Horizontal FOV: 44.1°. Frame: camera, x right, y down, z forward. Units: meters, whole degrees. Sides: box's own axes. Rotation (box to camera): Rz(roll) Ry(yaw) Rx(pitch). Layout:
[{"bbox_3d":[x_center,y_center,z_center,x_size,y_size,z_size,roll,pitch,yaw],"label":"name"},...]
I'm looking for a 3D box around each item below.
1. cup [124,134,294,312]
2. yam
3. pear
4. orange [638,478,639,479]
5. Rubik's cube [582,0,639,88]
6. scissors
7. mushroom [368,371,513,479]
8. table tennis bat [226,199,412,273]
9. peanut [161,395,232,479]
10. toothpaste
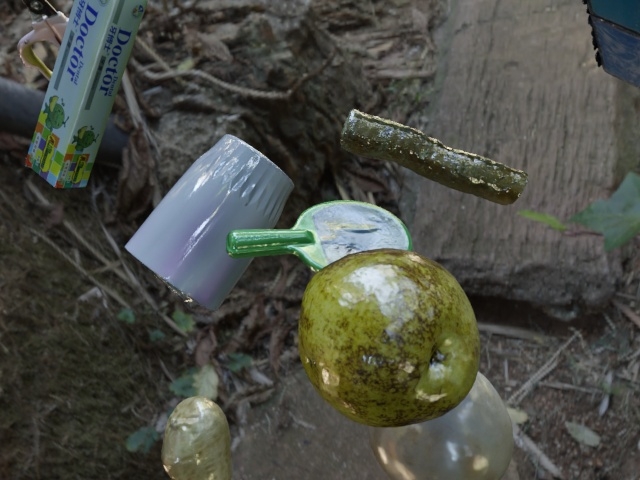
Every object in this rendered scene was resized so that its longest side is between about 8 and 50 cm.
[{"bbox_3d":[-0.248,-0.039,1.802,0.253,0.253,0.371,33,85,31],"label":"cup"},{"bbox_3d":[0.148,-0.104,1.030,0.253,0.061,0.061,19,53,-7],"label":"yam"},{"bbox_3d":[0.074,0.108,0.841,0.197,0.197,0.197,-6,50,7],"label":"pear"},{"bbox_3d":[0.647,0.491,1.257,0.262,0.196,0.334,-38,56,2],"label":"orange"},{"bbox_3d":[0.601,-0.382,1.131,0.313,0.316,0.318,-46,53,-3],"label":"Rubik's cube"},{"bbox_3d":[-0.424,-0.341,1.216,0.160,0.317,0.024,-14,53,9],"label":"scissors"},{"bbox_3d":[0.297,0.446,1.903,0.362,0.362,0.294,29,23,30],"label":"mushroom"},{"bbox_3d":[0.000,0.000,1.076,0.257,0.039,0.160,-2,43,-10],"label":"table tennis bat"},{"bbox_3d":[-0.235,0.420,1.491,0.137,0.253,0.122,-17,21,-36],"label":"peanut"},{"bbox_3d":[-0.180,-0.119,0.603,0.046,0.164,0.034,36,23,26],"label":"toothpaste"}]
